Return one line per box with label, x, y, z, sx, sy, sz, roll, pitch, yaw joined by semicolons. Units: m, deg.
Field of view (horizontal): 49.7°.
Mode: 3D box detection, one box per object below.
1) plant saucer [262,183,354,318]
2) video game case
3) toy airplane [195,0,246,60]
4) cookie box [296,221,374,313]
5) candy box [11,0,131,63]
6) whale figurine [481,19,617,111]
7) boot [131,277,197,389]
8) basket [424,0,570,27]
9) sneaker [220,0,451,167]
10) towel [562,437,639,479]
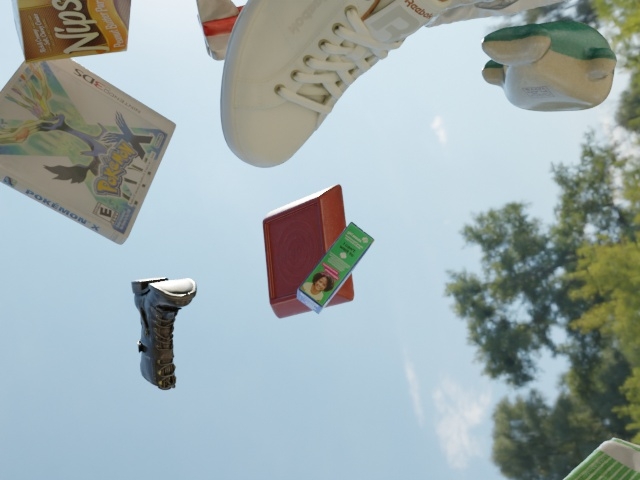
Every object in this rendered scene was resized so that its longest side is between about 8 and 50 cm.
plant saucer;-0.043;0.028;1.540;0.047;0.258;0.259;5;-107;-43
video game case;-0.437;-0.185;1.253;0.299;0.036;0.329;31;-137;-21
toy airplane;-0.082;-0.505;1.491;0.386;0.273;0.384;30;-141;12
cookie box;0.017;0.036;0.873;0.040;0.092;0.107;37;-101;4
candy box;-0.405;-0.419;1.121;0.182;0.316;0.088;-14;-104;-23
whale figurine;0.358;-0.297;1.096;0.272;0.216;0.141;13;-95;-49
boot;-0.319;0.196;1.432;0.091;0.263;0.229;-5;-87;-33
basket;0.338;-0.564;1.275;0.331;0.328;0.267;-68;-32;-76
sneaker;0.017;-0.167;0.529;0.105;0.290;0.123;8;-151;-43
towel;0.290;0.299;0.642;0.324;0.247;0.038;-22;-75;-33
